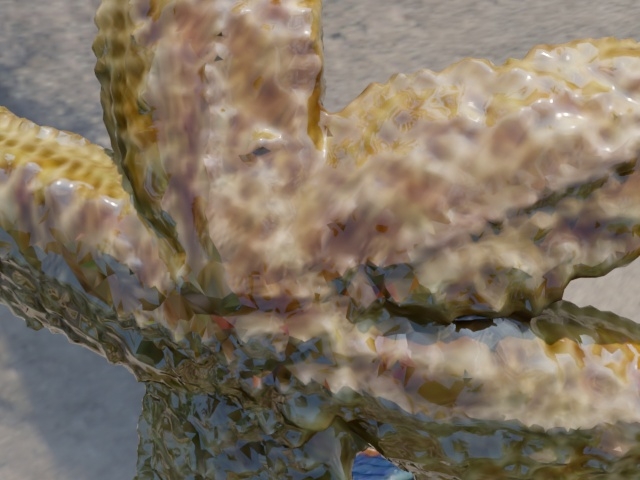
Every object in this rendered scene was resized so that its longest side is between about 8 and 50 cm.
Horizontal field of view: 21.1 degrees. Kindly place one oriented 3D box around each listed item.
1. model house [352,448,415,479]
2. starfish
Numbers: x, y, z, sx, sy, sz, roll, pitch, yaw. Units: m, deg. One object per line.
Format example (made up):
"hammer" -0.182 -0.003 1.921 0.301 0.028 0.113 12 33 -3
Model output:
"model house" 0.032 0.099 0.740 0.148 0.148 0.119 37 156 -29
"starfish" -0.004 0.006 0.476 0.375 0.094 0.327 24 118 11
